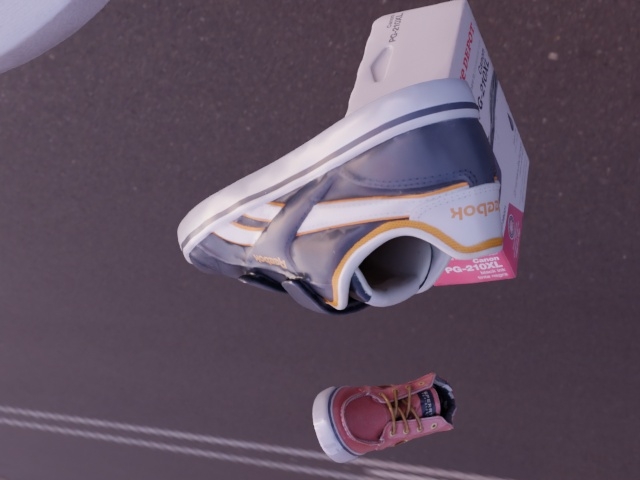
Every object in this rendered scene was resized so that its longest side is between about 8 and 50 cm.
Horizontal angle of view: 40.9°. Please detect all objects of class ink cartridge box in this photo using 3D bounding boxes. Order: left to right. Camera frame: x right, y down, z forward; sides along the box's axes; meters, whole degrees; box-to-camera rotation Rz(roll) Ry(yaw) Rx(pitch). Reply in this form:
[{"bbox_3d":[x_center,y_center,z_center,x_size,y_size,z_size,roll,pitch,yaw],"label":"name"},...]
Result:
[{"bbox_3d":[0.128,-0.094,0.871,0.100,0.172,0.237,-7,137,28],"label":"ink cartridge box"}]

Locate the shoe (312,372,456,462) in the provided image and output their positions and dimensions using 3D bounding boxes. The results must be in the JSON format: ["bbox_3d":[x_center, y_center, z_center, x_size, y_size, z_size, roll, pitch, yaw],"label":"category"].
[{"bbox_3d":[0.062,0.148,0.749,0.081,0.064,0.178,-22,164,20],"label":"shoe"}]

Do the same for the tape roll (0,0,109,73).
[{"bbox_3d":[-0.258,-0.269,0.453,0.392,0.392,0.072,25,-168,-4],"label":"tape roll"}]

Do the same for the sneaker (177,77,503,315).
[{"bbox_3d":[0.000,0.000,0.652,0.321,0.126,0.128,-25,81,50],"label":"sneaker"}]
